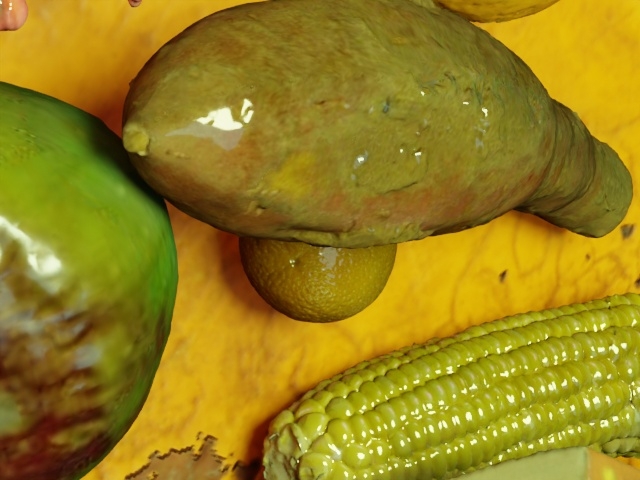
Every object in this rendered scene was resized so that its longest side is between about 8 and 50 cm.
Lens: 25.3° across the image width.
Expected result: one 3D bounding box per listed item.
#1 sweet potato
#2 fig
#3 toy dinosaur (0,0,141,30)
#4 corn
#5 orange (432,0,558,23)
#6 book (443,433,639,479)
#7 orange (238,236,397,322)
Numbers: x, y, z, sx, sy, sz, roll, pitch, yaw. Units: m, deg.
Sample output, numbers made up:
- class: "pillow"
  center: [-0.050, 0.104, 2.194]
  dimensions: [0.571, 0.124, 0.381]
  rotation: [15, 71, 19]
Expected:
- class: "sweet potato"
  center: [0.056, -0.048, 0.638]
  dimensions: [0.385, 0.109, 0.109]
  rotation: [1, 107, -52]
- class: "fig"
  center: [-0.142, 0.016, 0.548]
  dimensions: [0.191, 0.181, 0.181]
  rotation: [-33, 127, -54]
- class: "toy dinosaur"
  center: [-0.088, -0.218, 0.568]
  dimensions: [0.139, 0.070, 0.286]
  rotation: [28, 94, -14]
- class: "corn"
  center: [0.103, 0.093, 0.775]
  dimensions: [0.292, 0.101, 0.101]
  rotation: [-12, 113, -26]
- class: "orange"
  center: [0.071, -0.163, 0.648]
  dimensions: [0.136, 0.117, 0.135]
  rotation: [16, 54, -24]
- class: "book"
  center: [0.154, 0.203, 0.774]
  dimensions: [0.371, 0.260, 0.043]
  rotation: [26, 50, -37]
- class: "orange"
  center: [0.000, 0.000, 0.687]
  dimensions: [0.085, 0.085, 0.085]
  rotation: [-12, 113, -30]
